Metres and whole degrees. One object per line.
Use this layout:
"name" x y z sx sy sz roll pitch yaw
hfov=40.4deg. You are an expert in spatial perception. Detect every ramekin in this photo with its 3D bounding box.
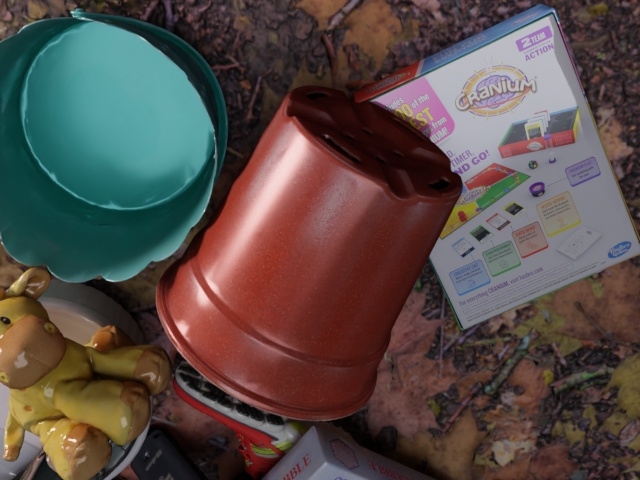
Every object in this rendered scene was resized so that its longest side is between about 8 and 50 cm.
"ramekin" -0.336 0.173 1.082 0.272 0.127 0.273 -1 111 -1

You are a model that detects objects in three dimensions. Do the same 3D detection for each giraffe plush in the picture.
"giraffe plush" -0.285 0.124 0.895 0.210 0.181 0.171 -3 133 31

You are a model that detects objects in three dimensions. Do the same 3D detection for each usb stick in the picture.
"usb stick" -0.155 0.336 1.085 0.045 0.278 0.077 22 100 -46

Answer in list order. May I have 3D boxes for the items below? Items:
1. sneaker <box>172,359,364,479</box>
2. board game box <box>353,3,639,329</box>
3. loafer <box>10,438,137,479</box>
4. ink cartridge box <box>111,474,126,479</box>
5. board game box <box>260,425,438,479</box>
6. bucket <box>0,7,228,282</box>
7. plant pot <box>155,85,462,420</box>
"sneaker" -0.079 0.254 1.132 0.279 0.107 0.118 31 113 -12
"board game box" 0.212 -0.079 1.026 0.242 0.064 0.317 -24 109 8
"loafer" -0.293 0.270 1.006 0.096 0.084 0.267 37 107 -14
"ink cartridge box" -0.304 0.465 1.216 0.193 0.088 0.235 40 104 -13
"board game box" 0.012 0.419 1.159 0.318 0.066 0.319 30 110 -32
"bucket" -0.234 -0.113 0.944 0.281 0.183 0.281 0 112 -1
"plant pot" 0.000 0.000 0.921 0.272 0.272 0.265 24 118 -10
